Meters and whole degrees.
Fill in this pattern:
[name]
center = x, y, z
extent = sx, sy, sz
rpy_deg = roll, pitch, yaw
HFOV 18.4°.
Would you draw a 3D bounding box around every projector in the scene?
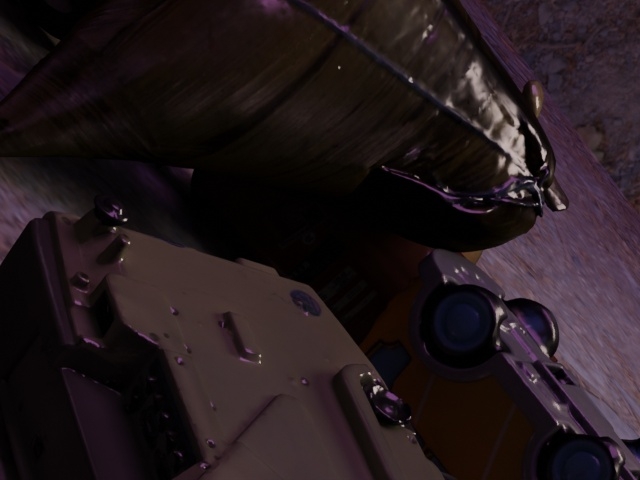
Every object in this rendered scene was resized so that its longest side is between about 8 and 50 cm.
[projector]
center = -0.023, 0.105, 0.813
extent = 0.193, 0.088, 0.269
rpy_deg = 18, 31, -36

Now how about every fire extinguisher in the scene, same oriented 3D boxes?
[fire extinguisher]
center = 0.000, 0.000, 1.229
extent = 0.337, 0.106, 0.147
rpy_deg = 46, 25, -8

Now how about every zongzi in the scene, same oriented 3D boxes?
[zongzi]
center = -0.029, -0.053, 1.095
extent = 0.138, 0.300, 0.286
rpy_deg = -5, -54, 54

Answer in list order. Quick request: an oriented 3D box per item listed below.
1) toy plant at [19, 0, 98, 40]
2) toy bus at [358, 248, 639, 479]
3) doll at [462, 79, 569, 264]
[toy plant]
center = -0.114, -0.192, 1.268
extent = 0.218, 0.175, 0.235
rpy_deg = 38, -9, -2
[toy bus]
center = 0.096, 0.117, 1.120
extent = 0.209, 0.136, 0.126
rpy_deg = 53, 14, 19
[doll]
center = 0.057, -0.132, 1.602
extent = 0.330, 0.174, 0.235
rpy_deg = 47, 20, -13
